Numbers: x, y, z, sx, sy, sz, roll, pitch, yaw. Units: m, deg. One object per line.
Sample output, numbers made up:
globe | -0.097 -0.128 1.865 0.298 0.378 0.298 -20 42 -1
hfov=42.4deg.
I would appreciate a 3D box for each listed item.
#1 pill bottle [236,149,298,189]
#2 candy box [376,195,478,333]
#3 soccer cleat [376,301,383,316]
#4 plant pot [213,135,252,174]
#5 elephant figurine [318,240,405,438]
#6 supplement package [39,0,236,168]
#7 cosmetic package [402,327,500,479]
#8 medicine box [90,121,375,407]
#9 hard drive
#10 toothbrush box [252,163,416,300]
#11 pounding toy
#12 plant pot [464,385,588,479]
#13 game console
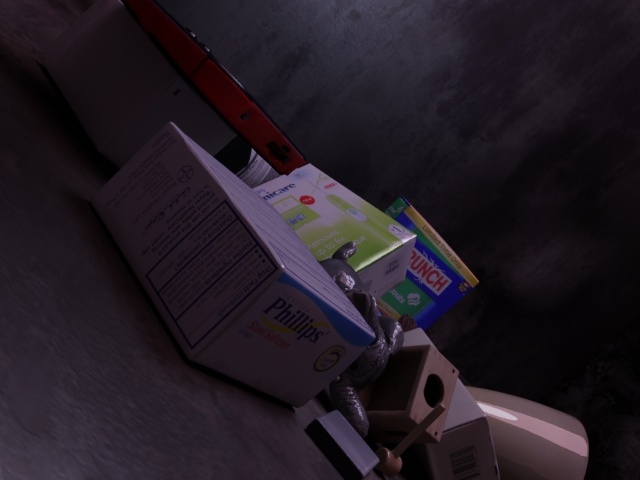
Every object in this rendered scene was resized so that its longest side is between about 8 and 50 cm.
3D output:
pill bottle | -0.182 -0.178 1.965 0.318 0.176 0.176 43 6 -41
candy box | 0.169 0.099 1.958 0.268 0.317 0.122 45 5 -18
soccer cleat | 0.103 0.225 1.748 0.143 0.116 0.331 16 26 -39
plant pot | -0.244 -0.195 1.635 0.188 0.187 0.167 49 -8 22
elephant figurine | 0.050 0.148 1.272 0.169 0.186 0.239 -14 40 -45
supplement package | -0.308 -0.244 1.380 0.293 0.175 0.177 51 4 36
cosmetic package | 0.193 0.301 1.444 0.309 0.113 0.160 -125 -161 -66
medicine box | -0.106 0.036 1.041 0.289 0.149 0.263 51 6 34
hard drive | 0.032 0.272 1.096 0.094 0.022 0.135 48 5 13
toothbrush box | 0.000 0.000 1.531 0.283 0.206 0.122 36 -46 30
pounding toy | 0.138 0.270 1.251 0.181 0.206 0.094 -13 -46 43
plant pot | 0.338 0.402 1.640 0.274 0.257 0.256 30 8 -12
game console | -0.181 -0.275 1.352 0.342 0.060 0.386 50 3 20
